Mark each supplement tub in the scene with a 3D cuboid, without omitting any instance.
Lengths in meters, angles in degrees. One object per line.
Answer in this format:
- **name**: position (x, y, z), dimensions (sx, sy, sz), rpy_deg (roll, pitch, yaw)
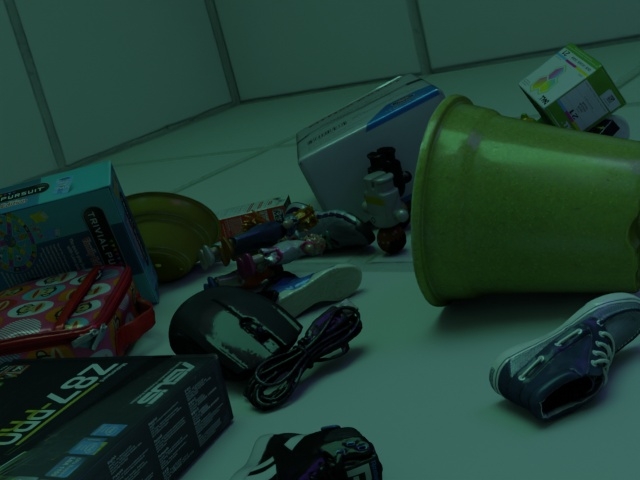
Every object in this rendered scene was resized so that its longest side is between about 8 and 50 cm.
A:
- **supplement tub**: position (0.546, -0.213, 1.847), dimensions (0.071, 0.071, 0.107), rpy_deg (-19, 15, -17)

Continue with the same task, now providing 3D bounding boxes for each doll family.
- **doll family**: position (-0.088, 0.000, 1.466), dimensions (0.163, 0.118, 0.263), rpy_deg (-19, -5, -28)

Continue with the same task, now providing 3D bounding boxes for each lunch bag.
- **lunch bag**: position (-0.374, 0.132, 1.395), dimensions (0.258, 0.120, 0.293), rpy_deg (-10, 17, 2)

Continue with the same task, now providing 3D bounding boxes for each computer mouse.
- **computer mouse**: position (-0.097, 0.108, 1.198), dimensions (0.272, 0.072, 0.188), rpy_deg (11, 38, 44)

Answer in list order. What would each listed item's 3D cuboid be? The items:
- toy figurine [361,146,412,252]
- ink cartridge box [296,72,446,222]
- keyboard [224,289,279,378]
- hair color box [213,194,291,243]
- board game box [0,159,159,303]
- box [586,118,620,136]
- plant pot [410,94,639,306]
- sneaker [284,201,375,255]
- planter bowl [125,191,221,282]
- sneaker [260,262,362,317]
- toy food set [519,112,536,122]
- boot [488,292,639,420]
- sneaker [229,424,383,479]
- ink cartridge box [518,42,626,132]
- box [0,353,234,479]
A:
- **toy figurine**: position (0.176, -0.071, 1.565), dimensions (0.213, 0.148, 0.209), rpy_deg (-10, 22, 10)
- **ink cartridge box**: position (0.112, -0.183, 1.853), dimensions (0.285, 0.166, 0.395), rpy_deg (-27, 14, 5)
- **keyboard**: position (-0.121, 0.136, 1.282), dimensions (0.100, 0.038, 0.192), rpy_deg (-7, 27, 21)
- **hair color box**: position (-0.142, -0.041, 1.902), dimensions (0.167, 0.053, 0.093), rpy_deg (-14, 14, 8)
- **board game box**: position (-0.464, 0.030, 1.545), dimensions (0.336, 0.254, 0.079), rpy_deg (-15, 39, -1)
- **box**: position (0.477, -0.186, 1.797), dimensions (0.116, 0.029, 0.162), rpy_deg (-48, 20, -6)
- **plant pot**: position (0.278, -0.037, 1.174), dimensions (0.253, 0.276, 0.276), rpy_deg (7, 23, 26)
- **sneaker**: position (0.000, 0.000, 1.633), dimensions (0.223, 0.083, 0.098), rpy_deg (12, 59, 52)
- **planter bowl**: position (-0.287, 0.013, 1.684), dimensions (0.217, 0.217, 0.090), rpy_deg (-11, 54, 12)
- **sneaker**: position (-0.019, 0.066, 1.393), dimensions (0.152, 0.058, 0.084), rpy_deg (-26, 27, -17)
- **toy food set**: position (0.405, -0.225, 2.018), dimensions (0.218, 0.071, 0.128), rpy_deg (-26, 19, -36)
- **boot**: position (0.269, 0.119, 0.944), dimensions (0.190, 0.069, 0.086), rpy_deg (-27, 25, -14)
- **sneaker**: position (-0.008, 0.215, 0.806), dimensions (0.121, 0.079, 0.217), rpy_deg (-13, 14, 10)
- **ink cartridge box**: position (0.428, -0.246, 1.816), dimensions (0.255, 0.097, 0.189), rpy_deg (-36, 22, 11)
- **box**: position (-0.321, 0.243, 0.968), dimensions (0.318, 0.097, 0.395), rpy_deg (-3, 18, 27)
